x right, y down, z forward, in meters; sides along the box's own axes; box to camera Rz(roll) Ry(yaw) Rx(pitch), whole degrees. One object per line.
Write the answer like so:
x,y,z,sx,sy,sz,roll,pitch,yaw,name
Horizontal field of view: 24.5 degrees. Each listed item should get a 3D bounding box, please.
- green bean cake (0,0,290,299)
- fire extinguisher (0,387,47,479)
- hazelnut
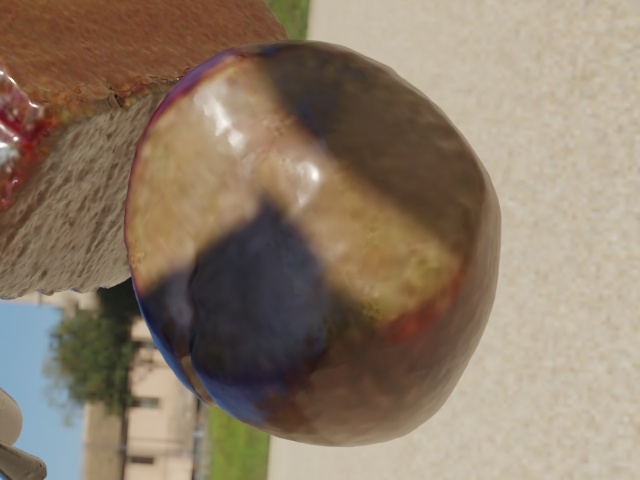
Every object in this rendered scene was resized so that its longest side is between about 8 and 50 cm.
-0.129,-0.068,0.796,0.198,0.097,0.232,-57,-16,15,green bean cake
-0.112,0.058,0.468,0.100,0.032,0.046,82,169,-73,fire extinguisher
0.000,0.000,0.548,0.154,0.143,0.143,60,164,19,hazelnut
